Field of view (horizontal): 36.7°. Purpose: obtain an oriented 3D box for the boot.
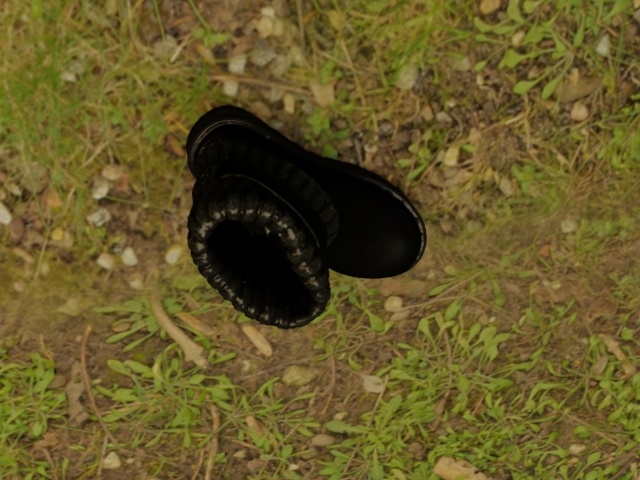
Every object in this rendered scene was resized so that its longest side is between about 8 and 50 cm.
[{"bbox_3d":[-0.003,0.003,1.080,0.347,0.260,0.131,24,112,-24],"label":"boot"}]
